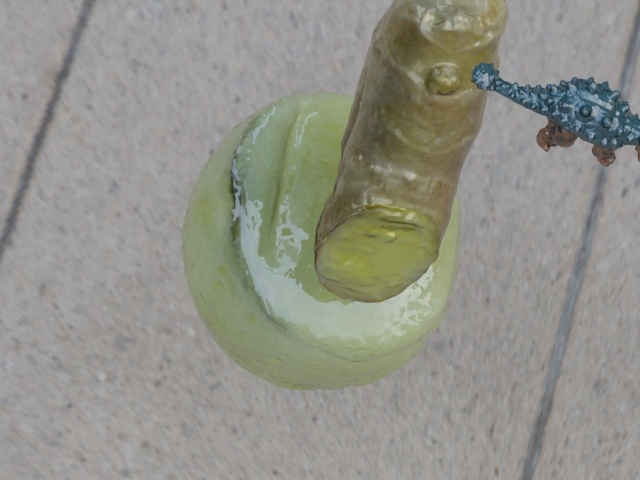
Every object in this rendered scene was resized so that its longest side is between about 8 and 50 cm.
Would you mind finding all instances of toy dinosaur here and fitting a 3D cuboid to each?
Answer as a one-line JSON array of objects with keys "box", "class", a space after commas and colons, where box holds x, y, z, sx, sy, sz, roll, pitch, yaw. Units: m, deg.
[{"box": [0.174, -0.086, 1.046, 0.154, 0.055, 0.049, 19, 75, -1], "class": "toy dinosaur"}]

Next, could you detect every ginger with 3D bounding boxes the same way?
[{"box": [0.079, -0.096, 1.413, 0.126, 0.190, 0.354, 15, 110, -12], "class": "ginger"}]

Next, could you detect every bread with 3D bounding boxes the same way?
[{"box": [-0.002, 0.002, 1.684, 0.320, 0.237, 0.320, 2, 79, -9], "class": "bread"}]
